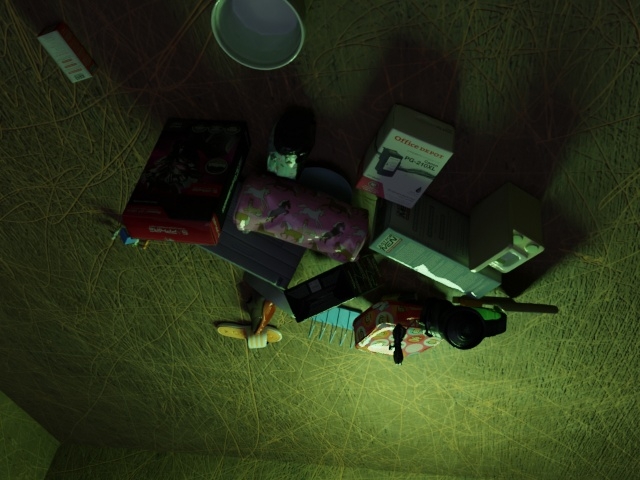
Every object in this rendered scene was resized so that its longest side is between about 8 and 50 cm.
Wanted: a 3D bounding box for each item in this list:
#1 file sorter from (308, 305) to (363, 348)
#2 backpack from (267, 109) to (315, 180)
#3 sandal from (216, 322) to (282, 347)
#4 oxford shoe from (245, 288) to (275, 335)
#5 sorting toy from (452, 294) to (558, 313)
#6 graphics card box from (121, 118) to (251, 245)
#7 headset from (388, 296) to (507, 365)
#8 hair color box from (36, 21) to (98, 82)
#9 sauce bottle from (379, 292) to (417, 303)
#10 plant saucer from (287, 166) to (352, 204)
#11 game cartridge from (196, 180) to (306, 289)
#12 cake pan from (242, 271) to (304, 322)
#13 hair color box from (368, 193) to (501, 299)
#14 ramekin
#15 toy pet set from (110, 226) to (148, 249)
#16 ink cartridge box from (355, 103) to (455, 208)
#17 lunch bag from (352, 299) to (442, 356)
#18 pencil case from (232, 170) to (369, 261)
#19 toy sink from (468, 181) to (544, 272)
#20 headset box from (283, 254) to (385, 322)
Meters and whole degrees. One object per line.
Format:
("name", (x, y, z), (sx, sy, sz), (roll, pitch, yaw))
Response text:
("file sorter", (0.051, 0.307, 2.342), (0.170, 0.104, 0.118), (16, 140, -3))
("backpack", (-0.082, -0.243, 1.711), (0.115, 0.152, 0.182), (18, 153, 1))
("sandal", (-0.283, 0.384, 2.541), (0.265, 0.076, 0.102), (4, 140, 11))
("oxford shoe", (-0.223, 0.248, 2.372), (0.098, 0.097, 0.271), (31, 136, 8))
("sorting toy", (0.531, 0.200, 1.981), (0.307, 0.041, 0.229), (5, 180, -20))
("graphics card box", (-0.335, -0.161, 1.680), (0.233, 0.371, 0.094), (5, 140, 11))
("headset", (0.393, 0.280, 2.012), (0.394, 0.185, 0.243), (-1, -174, -27))
("hair color box", (-0.639, -0.474, 1.643), (0.072, 0.043, 0.141), (-9, 135, 23))
("sauce bottle", (0.266, 0.199, 2.208), (0.128, 0.042, 0.042), (-11, 135, 24))
("plant saucer", (-0.001, -0.150, 1.866), (0.195, 0.037, 0.195), (8, 141, 6))
("game cartridge", (-0.207, -0.030, 1.928), (0.355, 0.230, 0.068), (29, 168, -19))
("cake pan", (-0.139, 0.173, 2.129), (0.293, 0.054, 0.293), (36, 178, 2))
("hair color box", (0.332, 0.000, 1.841), (0.374, 0.185, 0.113), (26, 139, -16))
("ramekin", (-0.127, -0.495, 1.435), (0.207, 0.109, 0.207), (8, 141, 6))
("toy pet set", (-0.644, 0.000, 2.189), (0.122, 0.065, 0.114), (26, 139, -16))
("ink cartridge box", (0.216, -0.213, 1.684), (0.172, 0.100, 0.237), (20, 140, -10))
("lunch bag", (0.279, 0.297, 2.217), (0.293, 0.120, 0.258), (12, 144, -25))
("pencil case", (-0.051, -0.062, 1.831), (0.386, 0.160, 0.167), (17, 140, -8))
("toy sink", (0.501, -0.010, 1.747), (0.131, 0.234, 0.153), (28, 137, -18))
("headset box", (0.056, 0.143, 2.018), (0.218, 0.293, 0.110), (-26, 84, 24))
